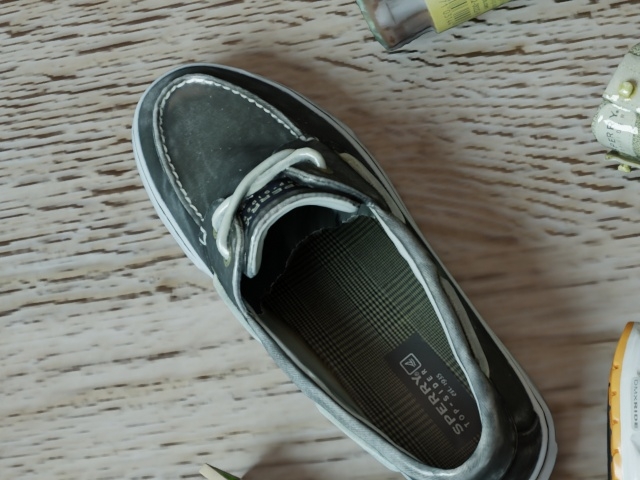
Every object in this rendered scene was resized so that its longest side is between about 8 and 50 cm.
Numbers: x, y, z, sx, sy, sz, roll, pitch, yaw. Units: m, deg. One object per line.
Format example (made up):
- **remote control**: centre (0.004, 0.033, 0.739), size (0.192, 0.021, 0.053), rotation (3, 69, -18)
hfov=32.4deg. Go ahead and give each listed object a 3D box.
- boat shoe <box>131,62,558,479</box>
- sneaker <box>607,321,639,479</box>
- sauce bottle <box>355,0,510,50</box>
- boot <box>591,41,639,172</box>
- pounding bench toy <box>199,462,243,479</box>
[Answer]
- **boat shoe**: centre (0.000, 0.000, 0.585), size (0.121, 0.119, 0.335), rotation (-44, 63, -2)
- **sneaker**: centre (0.189, 0.160, 0.477), size (0.121, 0.099, 0.262), rotation (-1, 70, 13)
- **sauce bottle**: centre (0.171, -0.222, 0.624), size (0.344, 0.111, 0.111), rotation (-22, 64, 7)
- **boot**: centre (0.207, -0.027, 0.533), size (0.165, 0.077, 0.213), rotation (21, 55, 25)
- **pounding bench toy**: centre (-0.039, 0.169, 0.569), size (0.083, 0.052, 0.065), rotation (30, 81, 26)
